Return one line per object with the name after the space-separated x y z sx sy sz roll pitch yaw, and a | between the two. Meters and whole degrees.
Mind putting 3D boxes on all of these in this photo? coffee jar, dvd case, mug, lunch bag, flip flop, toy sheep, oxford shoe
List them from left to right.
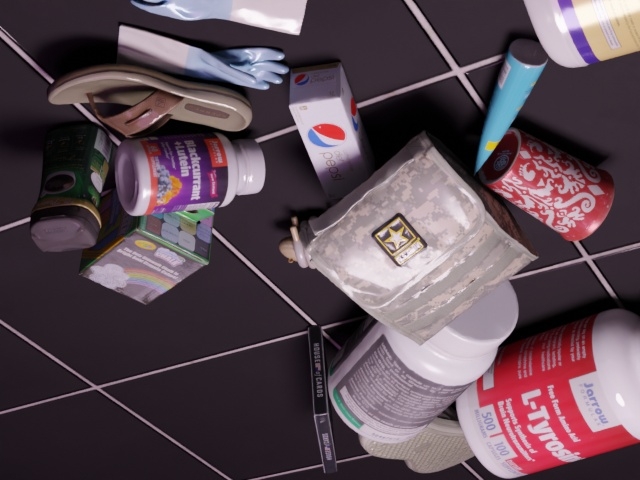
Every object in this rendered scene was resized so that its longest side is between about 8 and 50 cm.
-0.351 -0.071 1.791 0.096 0.184 0.079 -7 144 14 | coffee jar
-0.228 -0.174 1.709 0.277 0.080 0.112 10 165 -18 | flip flop
0.000 0.000 1.966 0.132 0.091 0.091 -10 144 8 | toy sheep
0.004 0.291 2.298 0.029 0.179 0.239 -6 145 2 | dvd case
0.134 -0.006 1.800 0.235 0.169 0.287 -39 140 15 | lunch bag
0.195 0.354 2.439 0.169 0.130 0.449 -34 149 17 | oxford shoe
0.307 -0.075 1.818 0.169 0.113 0.150 26 137 -25 | mug

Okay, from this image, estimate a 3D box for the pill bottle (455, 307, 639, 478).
0.455 0.251 2.174 0.407 0.229 0.229 -24 137 33 | pill bottle

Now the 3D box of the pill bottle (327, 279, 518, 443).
0.167 0.177 2.105 0.204 0.204 0.361 14 144 -17 | pill bottle

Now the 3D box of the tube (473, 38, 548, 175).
0.246 -0.179 1.705 0.052 0.080 0.207 28 142 7 | tube

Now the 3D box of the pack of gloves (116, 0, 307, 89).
-0.144 -0.259 1.633 0.232 0.046 0.195 7 146 -8 | pack of gloves

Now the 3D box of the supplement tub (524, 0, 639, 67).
0.377 -0.334 1.323 0.331 0.241 0.241 -13 142 22 | supplement tub

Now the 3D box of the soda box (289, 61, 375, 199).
0.019 -0.149 1.760 0.074 0.069 0.216 -7 145 13 | soda box

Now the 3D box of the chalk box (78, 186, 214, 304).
-0.246 -0.020 1.910 0.132 0.132 0.213 29 136 -31 | chalk box

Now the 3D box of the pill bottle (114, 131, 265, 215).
-0.180 -0.096 1.779 0.193 0.108 0.108 -8 152 -28 | pill bottle
